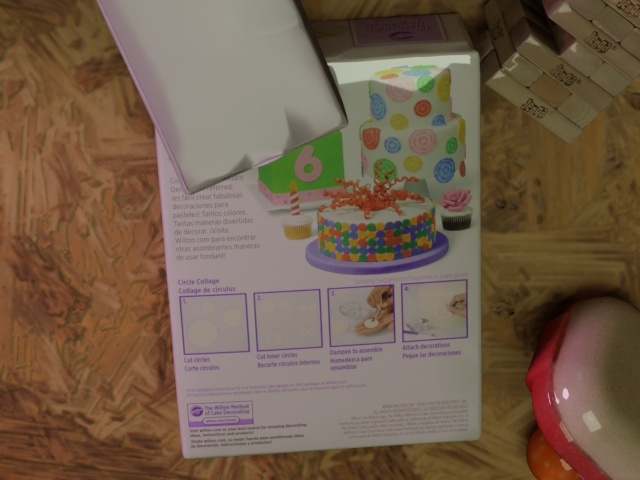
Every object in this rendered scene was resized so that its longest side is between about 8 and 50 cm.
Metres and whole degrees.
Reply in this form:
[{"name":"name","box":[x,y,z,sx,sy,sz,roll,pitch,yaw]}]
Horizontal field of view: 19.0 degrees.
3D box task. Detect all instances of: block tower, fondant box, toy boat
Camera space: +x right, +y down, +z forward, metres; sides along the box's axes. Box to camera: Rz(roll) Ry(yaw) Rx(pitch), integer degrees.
[{"name":"block tower","box":[0.251,-0.227,1.360,0.097,0.091,0.335,32,116,-26]},{"name":"fondant box","box":[0.000,0.000,1.472,0.238,0.096,0.330,-3,116,-2]},{"name":"toy boat","box":[0.234,0.164,1.560,0.151,0.151,0.231,-26,118,42]}]

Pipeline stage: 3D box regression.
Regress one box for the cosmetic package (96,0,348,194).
[{"name":"cosmetic package","box":[-0.082,-0.166,1.299,0.127,0.107,0.238,-21,107,4]}]
